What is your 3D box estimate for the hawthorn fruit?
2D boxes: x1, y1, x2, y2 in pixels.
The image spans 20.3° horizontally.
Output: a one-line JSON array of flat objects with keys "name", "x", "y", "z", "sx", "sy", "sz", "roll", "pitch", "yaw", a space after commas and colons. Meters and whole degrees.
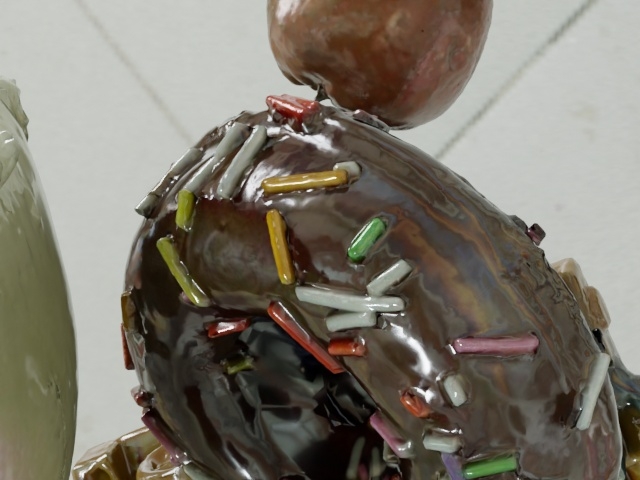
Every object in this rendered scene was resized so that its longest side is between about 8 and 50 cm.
[{"name": "hawthorn fruit", "x": 0.058, "y": -0.156, "z": 1.182, "sx": 0.189, "sy": 0.149, "sz": 0.149, "roll": -31, "pitch": 78, "yaw": 9}]

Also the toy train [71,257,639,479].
[{"name": "toy train", "x": 0.020, "y": 0.136, "z": 1.058, "sx": 0.369, "sy": 0.231, "sz": 0.163, "roll": -23, "pitch": 104, "yaw": 14}]

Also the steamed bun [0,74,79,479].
[{"name": "steamed bun", "x": -0.223, "y": 0.072, "z": 0.722, "sx": 0.233, "sy": 0.334, "sz": 0.312, "roll": 10, "pitch": 118, "yaw": 38}]

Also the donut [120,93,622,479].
[{"name": "donut", "x": 0.012, "y": 0.063, "z": 0.812, "sx": 0.269, "sy": 0.103, "sz": 0.270, "roll": 26, "pitch": 136, "yaw": 29}]
